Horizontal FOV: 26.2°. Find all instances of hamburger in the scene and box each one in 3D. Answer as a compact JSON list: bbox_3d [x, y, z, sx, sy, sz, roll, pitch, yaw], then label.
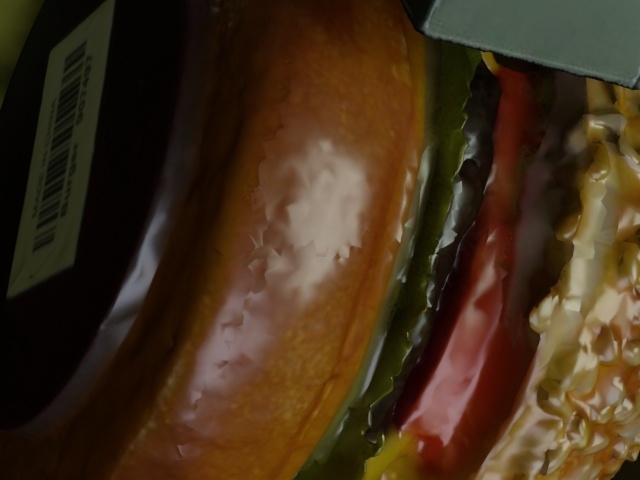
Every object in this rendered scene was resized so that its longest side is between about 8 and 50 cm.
[{"bbox_3d":[0.000,0.000,0.604,0.250,0.330,0.330,15,125,-29],"label":"hamburger"}]

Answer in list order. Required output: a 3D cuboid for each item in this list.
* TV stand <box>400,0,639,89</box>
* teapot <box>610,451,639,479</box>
[{"bbox_3d":[0.051,-0.167,0.506,0.088,0.269,0.082,10,127,-23],"label":"TV stand"},{"bbox_3d":[0.134,0.233,0.861,0.344,0.300,0.253,-16,156,41],"label":"teapot"}]
